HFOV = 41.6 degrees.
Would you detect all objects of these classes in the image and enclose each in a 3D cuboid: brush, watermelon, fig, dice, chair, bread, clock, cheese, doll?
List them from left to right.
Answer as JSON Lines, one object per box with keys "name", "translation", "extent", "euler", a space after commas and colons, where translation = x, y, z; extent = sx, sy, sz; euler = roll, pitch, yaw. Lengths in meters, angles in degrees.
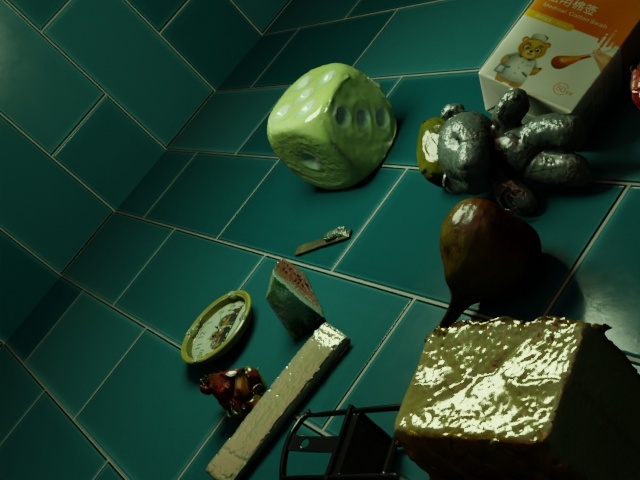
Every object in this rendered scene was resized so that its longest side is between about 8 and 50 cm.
{"name": "clock", "translation": [-0.251, 0.228, 2.126], "extent": [0.237, 0.057, 0.237], "euler": [-33, 28, 20]}
{"name": "cheese", "translation": [-0.089, 0.341, 1.755], "extent": [0.085, 0.034, 0.400], "euler": [34, 78, 37]}
{"name": "watermelon", "translation": [-0.076, 0.113, 1.984], "extent": [0.094, 0.154, 0.241], "euler": [-39, 16, 12]}
{"name": "brush", "translation": [0.000, 0.000, 2.119], "extent": [0.190, 0.027, 0.034], "euler": [-19, 36, 41]}
{"name": "dice", "translation": [0.032, -0.299, 2.236], "extent": [0.254, 0.252, 0.249], "euler": [0, 52, 51]}
{"name": "chair", "translation": [0.073, 0.368, 1.412], "extent": [0.260, 0.141, 0.154], "euler": [-15, 40, 42]}
{"name": "fig", "translation": [0.282, -0.200, 1.884], "extent": [0.144, 0.154, 0.165], "euler": [-16, 60, -24]}
{"name": "fig", "translation": [0.266, 0.046, 1.562], "extent": [0.290, 0.191, 0.190], "euler": [-46, 25, 30]}
{"name": "doll", "translation": [0.357, -0.173, 1.654], "extent": [0.158, 0.245, 0.340], "euler": [-17, 19, -34]}
{"name": "bread", "translation": [0.286, 0.255, 1.141], "extent": [0.279, 0.279, 0.207], "euler": [-6, 49, 48]}

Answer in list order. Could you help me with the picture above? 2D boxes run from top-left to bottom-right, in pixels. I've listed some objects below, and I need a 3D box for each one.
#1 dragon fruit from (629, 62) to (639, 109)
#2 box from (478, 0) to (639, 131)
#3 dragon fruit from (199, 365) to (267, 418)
{"name": "dragon fruit", "translation": [0.635, -0.291, 1.555], "extent": [0.121, 0.130, 0.142], "euler": [-32, -10, 38]}
{"name": "box", "translation": [0.514, -0.385, 1.725], "extent": [0.225, 0.143, 0.341], "euler": [32, 76, 29]}
{"name": "dragon fruit", "translation": [-0.187, 0.327, 1.843], "extent": [0.138, 0.142, 0.175], "euler": [-16, 47, -17]}
